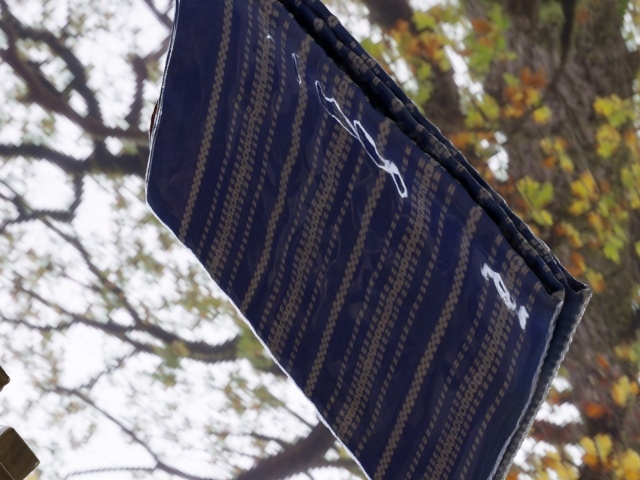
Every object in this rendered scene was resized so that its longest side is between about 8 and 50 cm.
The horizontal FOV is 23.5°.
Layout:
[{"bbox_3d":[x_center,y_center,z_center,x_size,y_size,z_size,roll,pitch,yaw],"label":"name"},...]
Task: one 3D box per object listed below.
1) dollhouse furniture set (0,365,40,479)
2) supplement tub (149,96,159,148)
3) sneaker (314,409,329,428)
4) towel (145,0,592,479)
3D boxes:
[{"bbox_3d":[-0.375,0.090,1.034,0.174,0.303,0.355,-43,-159,-26],"label":"dollhouse furniture set"},{"bbox_3d":[-0.043,-0.080,1.305,0.198,0.106,0.106,16,-106,34],"label":"supplement tub"},{"bbox_3d":[0.019,0.031,1.611,0.137,0.210,0.366,-11,-102,-1],"label":"sneaker"},{"bbox_3d":[0.000,0.000,0.875,0.040,0.243,0.336,-19,-126,-32],"label":"towel"}]
